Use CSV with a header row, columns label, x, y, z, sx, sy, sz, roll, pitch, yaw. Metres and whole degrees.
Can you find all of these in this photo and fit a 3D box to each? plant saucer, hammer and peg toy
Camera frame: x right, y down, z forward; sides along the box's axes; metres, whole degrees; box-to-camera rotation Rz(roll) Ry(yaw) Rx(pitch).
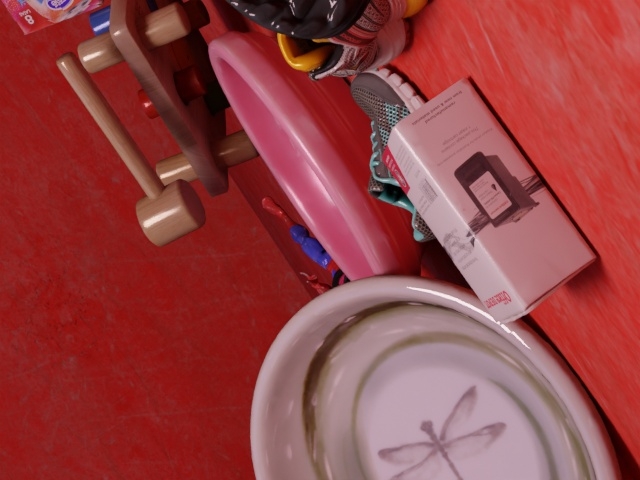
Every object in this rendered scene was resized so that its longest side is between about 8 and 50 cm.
label,x,y,z,sx,sy,sz,roll,pitch,yaw
plant saucer,0.009,-0.081,1.285,0.332,0.084,0.332,54,173,10
hammer and peg toy,-0.169,-0.185,1.425,0.361,0.127,0.266,-97,-18,-49
plant saucer,0.117,0.218,1.212,0.100,0.400,0.400,-22,-107,-52

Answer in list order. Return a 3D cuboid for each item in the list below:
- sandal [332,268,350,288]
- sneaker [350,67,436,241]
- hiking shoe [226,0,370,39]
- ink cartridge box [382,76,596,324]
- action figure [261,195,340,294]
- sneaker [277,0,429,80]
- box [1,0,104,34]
label,x,y,z,sx,sy,sz,roll,pitch,yaw
sandal,0.052,0.053,1.575,0.067,0.040,0.179,14,153,-3
sneaker,0.062,-0.066,0.970,0.166,0.076,0.065,52,172,31
hiking shoe,-0.052,-0.247,0.752,0.304,0.113,0.132,57,-159,11
ink cartridge box,0.112,-0.023,0.865,0.150,0.063,0.109,55,174,5
action figure,0.000,0.000,1.741,0.280,0.091,0.139,52,-178,36
sneaker,0.006,-0.155,0.856,0.088,0.092,0.225,55,175,3
box,-0.328,-0.390,1.594,0.128,0.122,0.257,59,-157,-33
